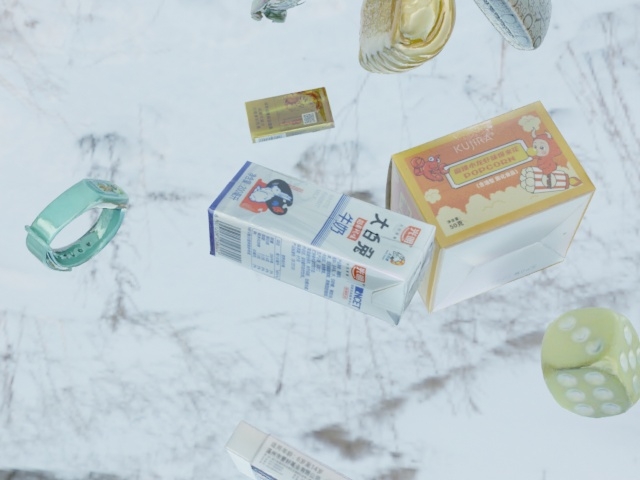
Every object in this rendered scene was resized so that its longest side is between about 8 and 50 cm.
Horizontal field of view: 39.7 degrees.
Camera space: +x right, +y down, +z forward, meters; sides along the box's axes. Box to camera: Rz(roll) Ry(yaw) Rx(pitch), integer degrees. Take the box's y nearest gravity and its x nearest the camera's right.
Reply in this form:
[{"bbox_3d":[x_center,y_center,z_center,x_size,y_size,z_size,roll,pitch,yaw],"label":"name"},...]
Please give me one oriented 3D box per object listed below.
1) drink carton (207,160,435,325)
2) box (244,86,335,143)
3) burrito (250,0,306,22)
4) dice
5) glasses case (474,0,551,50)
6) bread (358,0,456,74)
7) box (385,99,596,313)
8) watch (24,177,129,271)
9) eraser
[{"bbox_3d":[0.000,0.000,1.297,0.314,0.131,0.107,20,139,16],"label":"drink carton"},{"bbox_3d":[-0.057,-0.231,1.633,0.156,0.089,0.022,-13,154,-4],"label":"box"},{"bbox_3d":[-0.036,-0.484,1.616,0.096,0.066,0.309,-8,170,-32],"label":"burrito"},{"bbox_3d":[0.566,0.252,1.842,0.166,0.169,0.169,-13,127,37],"label":"dice"},{"bbox_3d":[0.348,-0.480,1.658,0.085,0.137,0.354,9,168,37],"label":"glasses case"},{"bbox_3d":[0.146,-0.371,1.500,0.121,0.173,0.311,4,-174,-13],"label":"bread"},{"bbox_3d":[0.280,-0.056,1.541,0.283,0.214,0.260,-21,152,-9],"label":"box"},{"bbox_3d":[-0.453,-0.028,1.649,0.068,0.195,0.237,42,-171,9],"label":"watch"},{"bbox_3d":[-0.039,0.364,1.363,0.210,0.068,0.124,24,156,21],"label":"eraser"}]
